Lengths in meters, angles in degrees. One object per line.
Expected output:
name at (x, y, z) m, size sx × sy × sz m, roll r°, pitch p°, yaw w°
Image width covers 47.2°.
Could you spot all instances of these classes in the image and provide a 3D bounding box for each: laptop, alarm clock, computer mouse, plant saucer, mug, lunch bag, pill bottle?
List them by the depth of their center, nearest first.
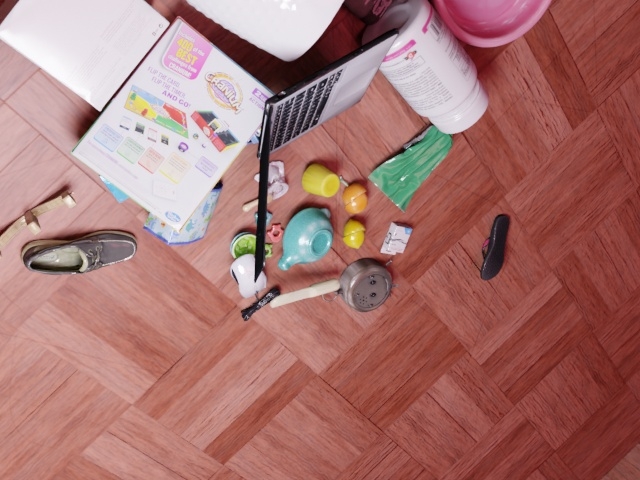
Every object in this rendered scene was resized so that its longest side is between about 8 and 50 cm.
mug at (-0.104, -0.524, 1.196) m, size 0.328 × 0.276 × 0.374 m, roll 25°, pitch 139°, yaw -24°
laptop at (-0.006, -0.136, 1.373) m, size 0.408 × 0.382 × 0.236 m, roll -32°, pitch 88°, yaw -10°
lunch bag at (-0.269, -0.065, 1.491) m, size 0.151 × 0.096 × 0.128 m, roll -1°, pitch 119°, yaw -59°
pill bottle at (0.229, -0.363, 1.545) m, size 0.160 × 0.160 × 0.283 m, roll -47°, pitch 125°, yaw 2°
plant saucer at (0.360, -0.583, 1.548) m, size 0.332 × 0.084 × 0.332 m, roll -11°, pitch 120°, yaw -21°
computer mouse at (-0.151, 0.104, 1.633) m, size 0.106 × 0.042 × 0.193 m, roll -30°, pitch 143°, yaw -10°
alarm clock at (0.094, 0.116, 1.785) m, size 0.192 × 0.064 × 0.129 m, roll -11°, pitch 119°, yaw -18°

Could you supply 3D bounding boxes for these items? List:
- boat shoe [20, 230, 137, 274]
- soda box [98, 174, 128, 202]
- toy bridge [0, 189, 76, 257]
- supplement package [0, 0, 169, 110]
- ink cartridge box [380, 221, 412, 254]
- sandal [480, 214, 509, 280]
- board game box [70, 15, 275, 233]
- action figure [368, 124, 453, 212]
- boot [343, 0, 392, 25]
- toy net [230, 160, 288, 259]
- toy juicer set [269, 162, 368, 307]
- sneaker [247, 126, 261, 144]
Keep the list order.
boat shoe at (-0.471, 0.033, 1.449) m, size 0.224 × 0.073 × 0.080 m, roll -5°, pitch 117°, yaw -24°
soda box at (-0.328, -0.167, 1.424) m, size 0.210 × 0.067 × 0.071 m, roll -35°, pitch 125°, yaw -8°
toy bridge at (-0.544, -0.036, 1.383) m, size 0.188 × 0.063 × 0.026 m, roll -37°, pitch 125°, yaw -7°
supplement package at (-0.405, -0.369, 1.231) m, size 0.203 × 0.149 × 0.194 m, roll 37°, pitch 95°, yaw -35°
ink cartridge box at (0.185, 0.001, 1.788) m, size 0.048 × 0.028 × 0.083 m, roll 9°, pitch 110°, yaw -30°
sandal at (0.455, 0.018, 1.933) m, size 0.067 × 0.040 × 0.179 m, roll 10°, pitch 95°, yaw -36°
board game box at (-0.262, -0.210, 1.356) m, size 0.242 × 0.064 × 0.316 m, roll 38°, pitch 86°, yaw -11°
action figure at (0.229, -0.191, 1.692) m, size 0.232 × 0.063 × 0.137 m, roll -45°, pitch 124°, yaw 5°
boot at (0.101, -0.562, 1.435) m, size 0.161 × 0.083 × 0.246 m, roll 29°, pitch 98°, yaw -29°
toy net at (-0.113, -0.057, 1.600) m, size 0.122 × 0.045 × 0.232 m, roll 15°, pitch 107°, yaw -31°
toy juicer set at (0.000, 0.000, 1.669) m, size 0.209 × 0.089 × 0.329 m, roll 13°, pitch 100°, yaw -45°
sneaker at (-0.147, -0.222, 1.491) m, size 0.144 × 0.059 × 0.053 m, roll -34°, pitch 127°, yaw -6°
